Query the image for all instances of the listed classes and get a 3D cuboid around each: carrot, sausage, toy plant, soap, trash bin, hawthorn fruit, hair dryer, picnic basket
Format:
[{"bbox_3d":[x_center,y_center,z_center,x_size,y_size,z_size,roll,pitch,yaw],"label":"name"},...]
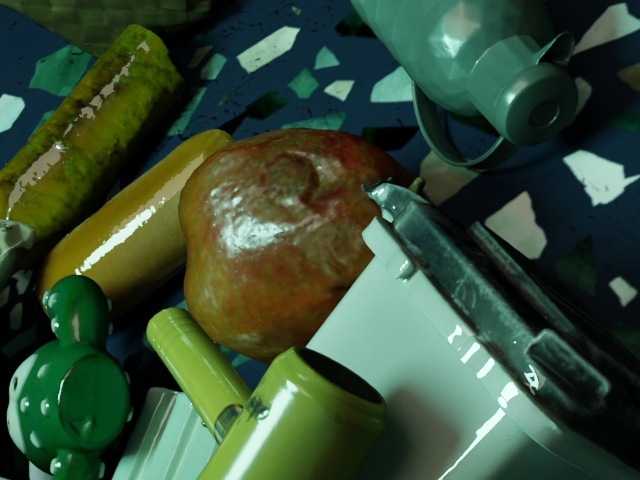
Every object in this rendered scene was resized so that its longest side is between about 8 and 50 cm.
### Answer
[{"bbox_3d":[-0.272,-0.101,1.592,0.114,0.114,0.302,29,76,45],"label":"carrot"},{"bbox_3d":[-0.179,-0.006,1.460,0.274,0.105,0.105,-38,45,10],"label":"sausage"},{"bbox_3d":[-0.240,0.157,1.341,0.243,0.113,0.232,-130,50,-64],"label":"toy plant"},{"bbox_3d":[-0.125,0.271,1.235,0.160,0.087,0.265,4,64,40],"label":"soap"},{"bbox_3d":[0.060,0.174,1.075,0.367,0.256,0.296,-48,46,10],"label":"trash bin"},{"bbox_3d":[0.000,0.000,1.228,0.261,0.224,0.224,-13,52,46],"label":"hawthorn fruit"},{"bbox_3d":[-0.060,0.109,1.010,0.135,0.090,0.279,-60,33,8],"label":"hair dryer"},{"bbox_3d":[-0.215,-0.397,1.649,0.321,0.254,0.291,-35,46,31],"label":"picnic basket"}]

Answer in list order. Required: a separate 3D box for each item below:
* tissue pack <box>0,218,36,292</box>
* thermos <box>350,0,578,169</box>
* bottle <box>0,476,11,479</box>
[{"bbox_3d":[-0.511,0.115,1.506,0.375,0.195,0.390,16,71,38],"label":"tissue pack"},{"bbox_3d":[0.134,-0.185,1.335,0.182,0.145,0.286,-63,38,30],"label":"thermos"},{"bbox_3d":[-0.335,0.328,1.287,0.236,0.147,0.147,127,148,-45],"label":"bottle"}]
